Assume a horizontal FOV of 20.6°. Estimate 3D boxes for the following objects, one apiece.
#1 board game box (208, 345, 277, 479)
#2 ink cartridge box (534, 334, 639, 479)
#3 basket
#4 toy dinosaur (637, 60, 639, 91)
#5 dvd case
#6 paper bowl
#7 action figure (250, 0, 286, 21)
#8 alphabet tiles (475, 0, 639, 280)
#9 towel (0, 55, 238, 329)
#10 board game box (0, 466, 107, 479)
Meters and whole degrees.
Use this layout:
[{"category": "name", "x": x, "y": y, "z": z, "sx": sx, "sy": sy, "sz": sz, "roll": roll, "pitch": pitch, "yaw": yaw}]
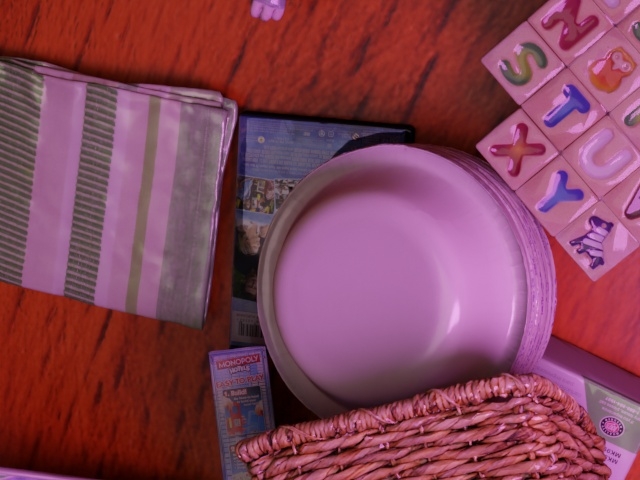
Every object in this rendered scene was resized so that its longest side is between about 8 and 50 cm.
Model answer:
[{"category": "board game box", "x": -0.073, "y": 0.191, "z": 1.767, "sx": 0.060, "sy": 0.194, "sz": 0.194, "roll": -6, "pitch": 100, "yaw": -2}, {"category": "ink cartridge box", "x": 0.224, "y": 0.216, "z": 1.749, "sx": 0.154, "sy": 0.093, "sz": 0.212, "roll": 26, "pitch": 108, "yaw": 7}, {"category": "basket", "x": 0.111, "y": 0.226, "z": 1.619, "sx": 0.299, "sy": 0.213, "sz": 0.223, "roll": -18, "pitch": 95, "yaw": 22}, {"category": "toy dinosaur", "x": 0.401, "y": -0.173, "z": 1.614, "sx": 0.313, "sy": 0.121, "sz": 0.160, "roll": -31, "pitch": 107, "yaw": 21}, {"category": "dvd case", "x": 0.000, "y": 0.000, "z": 1.793, "sx": 0.180, "sy": 0.022, "sz": 0.253, "roll": 6, "pitch": 102, "yaw": 11}, {"category": "paper bowl", "x": 0.069, "y": 0.050, "z": 1.664, "sx": 0.284, "sy": 0.148, "sz": 0.284, "roll": 1, "pitch": 93, "yaw": 25}, {"category": "action figure", "x": 0.032, "y": -0.350, "z": 1.575, "sx": 0.370, "sy": 0.276, "sz": 0.248, "roll": -4, "pitch": 83, "yaw": -13}, {"category": "alphabet tiles", "x": 0.323, "y": -0.131, "z": 1.591, "sx": 0.342, "sy": 0.011, "sz": 0.285, "roll": -40, "pitch": 92, "yaw": 17}, {"category": "towel", "x": -0.256, "y": -0.060, "z": 1.827, "sx": 0.324, "sy": 0.038, "sz": 0.248, "roll": 12, "pitch": 104, "yaw": 12}, {"category": "board game box", "x": -0.309, "y": 0.422, "z": 1.816, "sx": 0.390, "sy": 0.050, "sz": 0.390, "roll": 12, "pitch": 109, "yaw": -30}]
